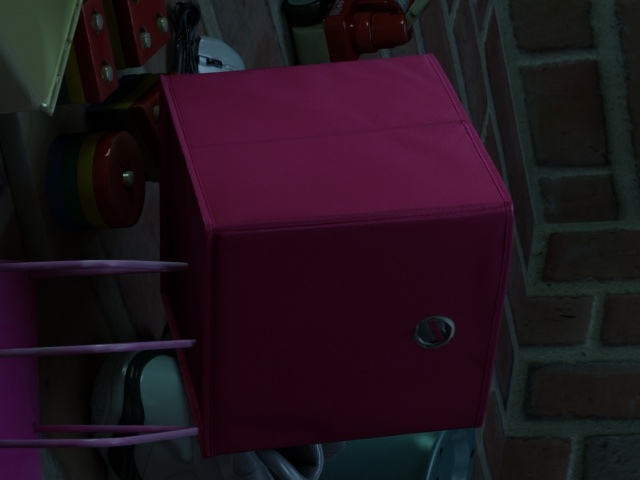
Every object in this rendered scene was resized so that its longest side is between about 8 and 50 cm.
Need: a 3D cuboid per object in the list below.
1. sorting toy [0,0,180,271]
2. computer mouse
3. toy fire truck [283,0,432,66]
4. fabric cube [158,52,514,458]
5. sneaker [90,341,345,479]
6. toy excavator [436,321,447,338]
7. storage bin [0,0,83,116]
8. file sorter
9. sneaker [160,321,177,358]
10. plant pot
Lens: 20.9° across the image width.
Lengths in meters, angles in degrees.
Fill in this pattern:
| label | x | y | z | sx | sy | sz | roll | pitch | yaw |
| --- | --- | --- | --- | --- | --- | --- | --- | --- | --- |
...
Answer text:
| label | x | y | z | sx | sy | sz | roll | pitch | yaw |
| --- | --- | --- | --- | --- | --- | --- | --- | --- | --- |
| sorting toy | -0.203 | -0.132 | 1.606 | 0.257 | 0.089 | 0.255 | -59 | 143 | -62 |
| computer mouse | -0.121 | -0.200 | 1.973 | 0.193 | 0.042 | 0.106 | 21 | 67 | -72 |
| toy fire truck | 0.091 | -0.330 | 2.344 | 0.217 | 0.246 | 0.158 | -67 | 150 | -55 |
| fabric cube | 0.001 | 0.009 | 1.542 | 0.259 | 0.258 | 0.254 | -111 | -159 | -52 |
| sneaker | -0.084 | 0.265 | 1.709 | 0.137 | 0.210 | 0.366 | -54 | 139 | -45 |
| toy excavator | 0.000 | 0.000 | 2.147 | 0.445 | 0.222 | 0.433 | 55 | 34 | -36 |
| storage bin | -0.281 | -0.264 | 1.312 | 0.262 | 0.123 | 0.260 | 65 | 27 | -52 |
| file sorter | -0.205 | 0.156 | 1.394 | 0.202 | 0.182 | 0.291 | 7 | 81 | -73 |
| sneaker | -0.094 | 0.117 | 1.740 | 0.222 | 0.118 | 0.083 | 141 | -37 | -66 |
| plant pot | 0.029 | 0.245 | 1.944 | 0.271 | 0.255 | 0.272 | 10 | 90 | -69 |
